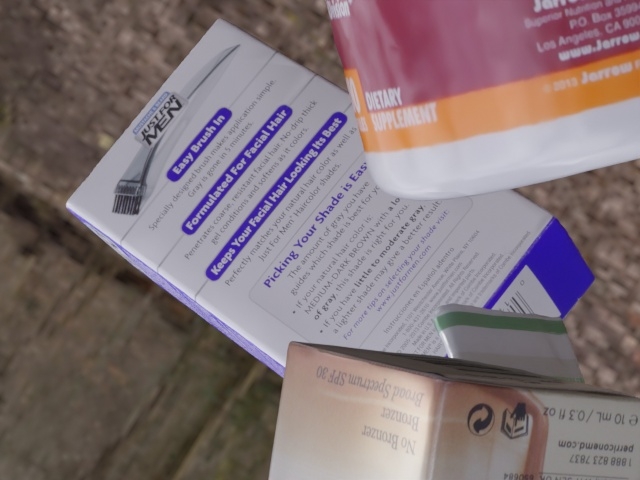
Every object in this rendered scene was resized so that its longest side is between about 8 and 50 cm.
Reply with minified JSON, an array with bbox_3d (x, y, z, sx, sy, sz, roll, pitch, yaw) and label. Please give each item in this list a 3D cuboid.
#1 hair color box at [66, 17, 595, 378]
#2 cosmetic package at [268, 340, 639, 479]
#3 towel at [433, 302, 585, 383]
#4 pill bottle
[{"bbox_3d":[0.000,0.000,1.229,0.339,0.185,0.110,34,172,34],"label":"hair color box"},{"bbox_3d":[0.048,0.206,0.840,0.129,0.296,0.153,8,179,-31],"label":"cosmetic package"},{"bbox_3d":[0.121,0.111,1.001,0.113,0.023,0.152,8,-123,-43],"label":"towel"},{"bbox_3d":[0.088,-0.234,0.888,0.224,0.224,0.392,-151,46,-80],"label":"pill bottle"}]
